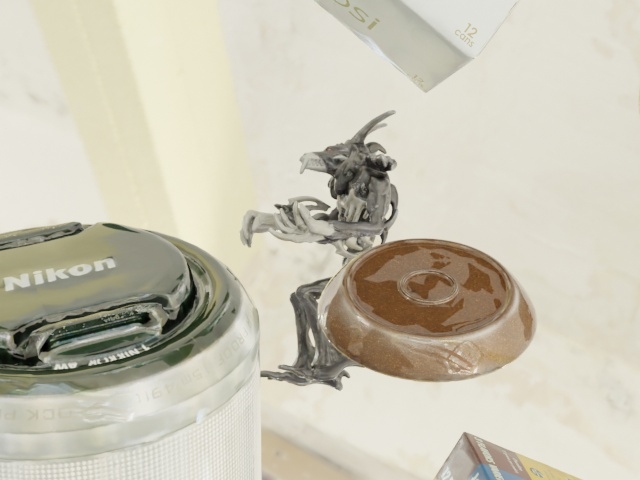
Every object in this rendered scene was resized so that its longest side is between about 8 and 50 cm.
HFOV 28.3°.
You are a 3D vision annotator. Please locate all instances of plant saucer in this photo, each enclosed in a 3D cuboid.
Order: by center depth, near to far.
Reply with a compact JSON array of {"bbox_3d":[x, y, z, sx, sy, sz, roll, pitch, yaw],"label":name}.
[{"bbox_3d":[0.082,0.045,0.972,0.168,0.168,0.029,19,-51,24],"label":"plant saucer"}]

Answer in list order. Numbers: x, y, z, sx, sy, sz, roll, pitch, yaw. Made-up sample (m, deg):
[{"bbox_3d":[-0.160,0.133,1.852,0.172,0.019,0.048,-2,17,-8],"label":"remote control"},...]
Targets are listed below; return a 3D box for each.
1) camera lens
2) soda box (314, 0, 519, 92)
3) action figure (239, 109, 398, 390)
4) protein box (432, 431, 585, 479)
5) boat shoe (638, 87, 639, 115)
[{"bbox_3d":[-0.144,0.141,0.752,0.219,0.219,0.274,16,-61,30],"label":"camera lens"},{"bbox_3d":[-0.001,-0.170,0.612,0.216,0.069,0.074,38,-13,-7],"label":"soda box"},{"bbox_3d":[0.000,0.000,1.231,0.141,0.275,0.164,12,-12,-13],"label":"action figure"},{"bbox_3d":[0.156,0.289,0.959,0.200,0.201,0.136,24,17,-20],"label":"protein box"},{"bbox_3d":[0.357,-0.076,1.156,0.109,0.305,0.091,-28,-63,15],"label":"boat shoe"}]
